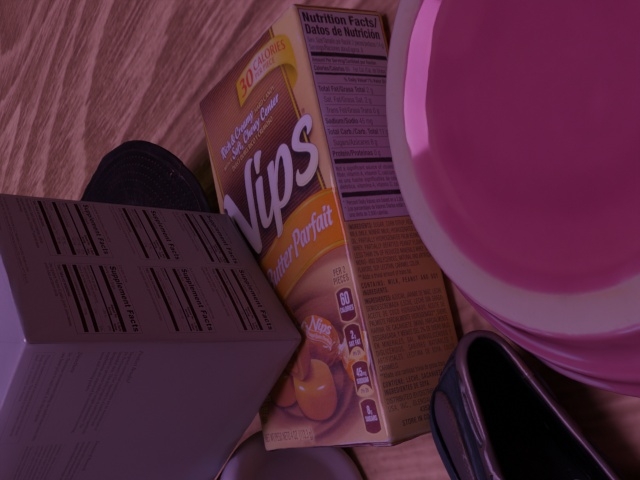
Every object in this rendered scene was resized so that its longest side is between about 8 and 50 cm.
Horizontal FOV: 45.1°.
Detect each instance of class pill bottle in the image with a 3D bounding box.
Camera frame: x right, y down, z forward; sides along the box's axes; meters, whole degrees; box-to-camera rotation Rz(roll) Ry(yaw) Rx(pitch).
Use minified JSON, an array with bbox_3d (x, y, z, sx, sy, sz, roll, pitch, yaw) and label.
[{"bbox_3d":[-0.057,0.281,0.708,0.131,0.131,0.229,61,140,31],"label":"pill bottle"}]

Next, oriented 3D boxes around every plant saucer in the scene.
[{"bbox_3d":[0.141,-0.079,0.400,0.332,0.084,0.333,14,107,56],"label":"plant saucer"}]

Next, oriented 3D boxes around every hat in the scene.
[{"bbox_3d":[-0.176,0.063,0.853,0.331,0.133,0.332,-5,82,42],"label":"hat"}]

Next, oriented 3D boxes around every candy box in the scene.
[{"bbox_3d":[0.000,0.000,0.618,0.183,0.087,0.317,-26,73,55],"label":"candy box"}]

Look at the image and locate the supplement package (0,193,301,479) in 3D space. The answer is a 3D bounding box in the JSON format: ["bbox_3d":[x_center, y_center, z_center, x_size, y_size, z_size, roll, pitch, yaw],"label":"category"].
[{"bbox_3d":[-0.164,0.089,0.589,0.194,0.203,0.149,-59,46,29],"label":"supplement package"}]

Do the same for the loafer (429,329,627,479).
[{"bbox_3d":[0.138,0.164,0.412,0.268,0.096,0.084,57,164,38],"label":"loafer"}]
